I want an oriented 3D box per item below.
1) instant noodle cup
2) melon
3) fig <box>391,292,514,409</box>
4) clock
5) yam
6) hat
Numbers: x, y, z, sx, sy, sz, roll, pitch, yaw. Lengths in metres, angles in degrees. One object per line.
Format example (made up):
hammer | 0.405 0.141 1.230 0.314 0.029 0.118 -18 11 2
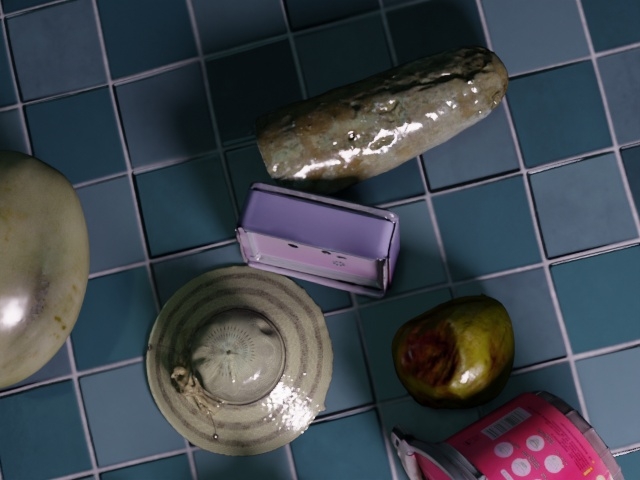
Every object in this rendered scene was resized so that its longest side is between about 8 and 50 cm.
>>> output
instant noodle cup | 0.244 0.293 1.769 0.182 0.258 0.302 -34 82 -14
melon | -0.416 0.040 1.856 0.272 0.272 0.308 4 91 6
fig | 0.170 0.138 1.851 0.144 0.154 0.166 37 56 24
clock | 0.000 0.001 1.871 0.193 0.144 0.073 13 72 7
yam | 0.081 -0.157 1.899 0.330 0.133 0.133 -23 80 -2
hat | -0.107 0.147 1.880 0.252 0.110 0.252 -1 81 6
